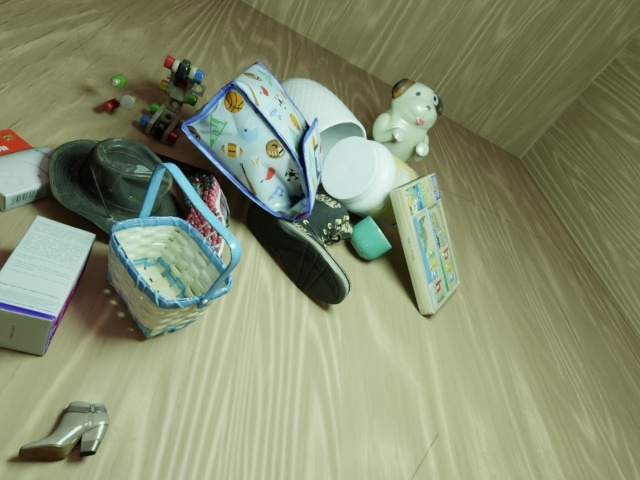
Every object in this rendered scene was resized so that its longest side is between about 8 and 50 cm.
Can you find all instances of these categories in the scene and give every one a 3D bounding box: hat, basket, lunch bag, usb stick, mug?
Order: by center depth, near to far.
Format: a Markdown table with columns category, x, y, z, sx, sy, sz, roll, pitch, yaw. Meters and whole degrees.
| category | x | y | z | sx | sy | sz | roll | pitch | yaw |
| --- | --- | --- | --- | --- | --- | --- | --- | --- | --- |
| basket | -0.293 | 0.026 | 0.906 | 0.201 | 0.289 | 0.255 | -17 | 61 | -49 |
| hat | -0.448 | -0.152 | 1.082 | 0.331 | 0.134 | 0.331 | 35 | 31 | -24 |
| lunch bag | -0.135 | -0.269 | 1.268 | 0.385 | 0.239 | 0.328 | 50 | 23 | -19 |
| usb stick | -0.429 | -0.205 | 1.285 | 0.278 | 0.045 | 0.077 | 17 | 31 | -24 |
| mug | 0.157 | 0.004 | 1.475 | 0.129 | 0.097 | 0.158 | 58 | 5 | 31 |
| mug | -0.027 | -0.391 | 1.651 | 0.328 | 0.276 | 0.374 | 56 | 1 | 28 |

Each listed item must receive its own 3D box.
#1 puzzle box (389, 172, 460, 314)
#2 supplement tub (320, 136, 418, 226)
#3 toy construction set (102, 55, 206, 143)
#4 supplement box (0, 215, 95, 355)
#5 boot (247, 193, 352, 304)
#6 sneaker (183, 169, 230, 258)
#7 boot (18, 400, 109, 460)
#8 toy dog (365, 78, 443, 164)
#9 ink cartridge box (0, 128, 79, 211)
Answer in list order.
| category | x | y | z | sx | sy | sz | roll | pitch | yaw |
| --- | --- | --- | --- | --- | --- | --- | --- | --- | --- |
| puzzle box | 0.351 | 0.002 | 1.487 | 0.272 | 0.052 | 0.409 | -28 | 105 | -53 |
| supplement tub | 0.175 | -0.192 | 1.534 | 0.331 | 0.241 | 0.241 | 20 | 32 | -54 |
| toy construction set | -0.487 | -0.446 | 1.423 | 0.309 | 0.257 | 0.237 | -1 | 25 | -10 |
| supplement box | -0.506 | 0.076 | 0.823 | 0.114 | 0.111 | 0.220 | 20 | 38 | -22 |
| boot | 0.000 | 0.000 | 1.325 | 0.377 | 0.138 | 0.284 | 40 | 34 | 22 |
| sneaker | -0.278 | -0.043 | 1.167 | 0.112 | 0.121 | 0.299 | 60 | 18 | -52 |
| boot | -0.399 | 0.297 | 0.721 | 0.118 | 0.042 | 0.087 | 15 | 33 | -29 |
| toy dog | 0.340 | -0.458 | 1.913 | 0.284 | 0.408 | 0.395 | 28 | 35 | -11 |
| ink cartridge box | -0.697 | -0.180 | 1.020 | 0.232 | 0.066 | 0.189 | 42 | 35 | 3 |
